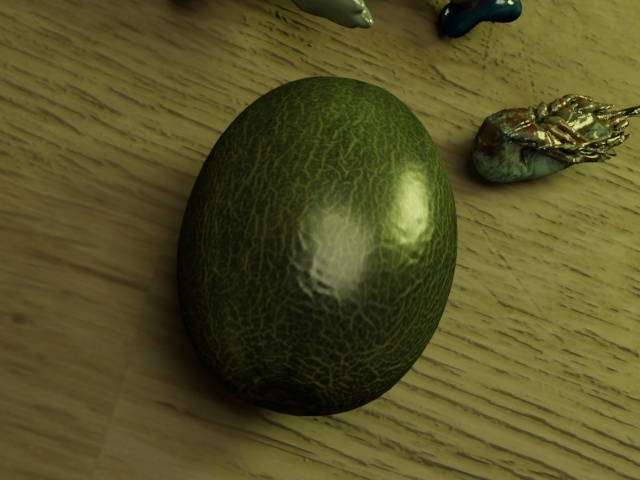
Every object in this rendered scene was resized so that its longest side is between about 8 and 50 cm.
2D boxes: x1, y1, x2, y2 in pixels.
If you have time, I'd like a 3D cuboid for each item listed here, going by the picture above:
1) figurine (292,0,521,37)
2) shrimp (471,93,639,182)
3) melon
[{"bbox_3d":[0.056,-0.307,1.593,0.338,0.204,0.283,26,55,-22],"label":"figurine"},{"bbox_3d":[0.246,-0.112,1.609,0.233,0.079,0.090,-17,39,-27],"label":"shrimp"},{"bbox_3d":[0.000,0.000,1.381,0.237,0.237,0.301,19,61,-12],"label":"melon"}]
